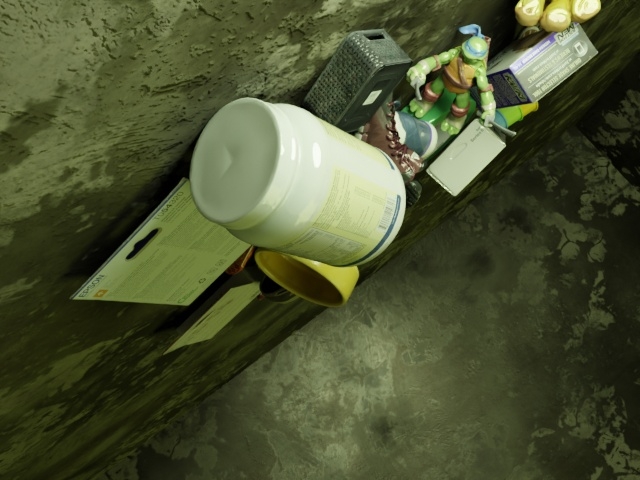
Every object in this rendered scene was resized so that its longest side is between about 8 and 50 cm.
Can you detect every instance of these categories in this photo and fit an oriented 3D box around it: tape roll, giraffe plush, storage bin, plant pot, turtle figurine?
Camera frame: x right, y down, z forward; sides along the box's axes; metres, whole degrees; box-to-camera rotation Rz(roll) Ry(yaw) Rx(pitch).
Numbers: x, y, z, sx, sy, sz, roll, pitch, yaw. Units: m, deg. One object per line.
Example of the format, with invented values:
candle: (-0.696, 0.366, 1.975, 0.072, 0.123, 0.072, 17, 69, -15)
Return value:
tape roll: (0.266, -0.284, 1.746, 0.321, 0.077, 0.321, -37, 167, -10)
giraffe plush: (0.500, -0.540, 1.389, 0.170, 0.182, 0.210, -28, 132, -76)
storage bin: (0.066, -0.283, 1.185, 0.122, 0.084, 0.180, -24, 162, -47)
plant pot: (0.000, 0.000, 1.620, 0.239, 0.254, 0.254, -62, 176, -22)
turtle figurine: (0.280, -0.309, 1.446, 0.198, 0.274, 0.266, -1, 165, -6)

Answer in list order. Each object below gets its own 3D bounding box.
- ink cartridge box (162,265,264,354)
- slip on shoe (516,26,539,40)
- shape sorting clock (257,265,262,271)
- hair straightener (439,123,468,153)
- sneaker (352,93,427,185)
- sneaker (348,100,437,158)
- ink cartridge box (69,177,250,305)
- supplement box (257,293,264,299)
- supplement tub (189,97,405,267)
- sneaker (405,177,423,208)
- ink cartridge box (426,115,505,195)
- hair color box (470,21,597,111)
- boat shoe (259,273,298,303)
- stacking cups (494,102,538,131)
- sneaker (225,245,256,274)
ink cartridge box: (-0.300, 0.190, 1.861, 0.296, 0.066, 0.261, -43, 166, 18)
slip on shoe: (0.550, -0.532, 1.749, 0.135, 0.052, 0.041, 80, 22, -67)
shape sorting clock: (-0.101, 0.007, 1.826, 0.206, 0.040, 0.206, -39, 163, -14)
hair straightener: (0.395, -0.319, 2.069, 0.230, 0.047, 0.089, -34, 167, -36)
sneaker: (0.152, -0.214, 1.317, 0.106, 0.163, 0.281, -42, 152, -56)
sneaker: (0.091, -0.199, 1.528, 0.236, 0.130, 0.323, 2, 156, -42)
ink cartridge box: (-0.267, -0.002, 1.253, 0.324, 0.071, 0.330, -42, 155, 17)
supplement box: (-0.188, 0.144, 2.032, 0.043, 0.055, 0.083, -34, 166, -18)
supplement tub: (-0.032, -0.090, 1.103, 0.235, 0.235, 0.325, -44, 145, 23)
sneaker: (0.237, -0.163, 1.993, 0.124, 0.107, 0.283, -45, -169, -23)
ink cartridge box: (0.425, -0.253, 1.888, 0.198, 0.115, 0.273, -48, 178, 21)
hair color box: (0.488, -0.414, 1.581, 0.185, 0.110, 0.339, -38, -169, 0)
boat shoe: (-0.028, 0.045, 1.786, 0.355, 0.132, 0.130, -48, 163, 13)
stacking cups: (0.575, -0.398, 2.202, 0.316, 0.096, 0.096, -32, 167, -6)
sneaker: (-0.188, 0.025, 1.610, 0.175, 0.064, 0.067, -45, 174, 38)
